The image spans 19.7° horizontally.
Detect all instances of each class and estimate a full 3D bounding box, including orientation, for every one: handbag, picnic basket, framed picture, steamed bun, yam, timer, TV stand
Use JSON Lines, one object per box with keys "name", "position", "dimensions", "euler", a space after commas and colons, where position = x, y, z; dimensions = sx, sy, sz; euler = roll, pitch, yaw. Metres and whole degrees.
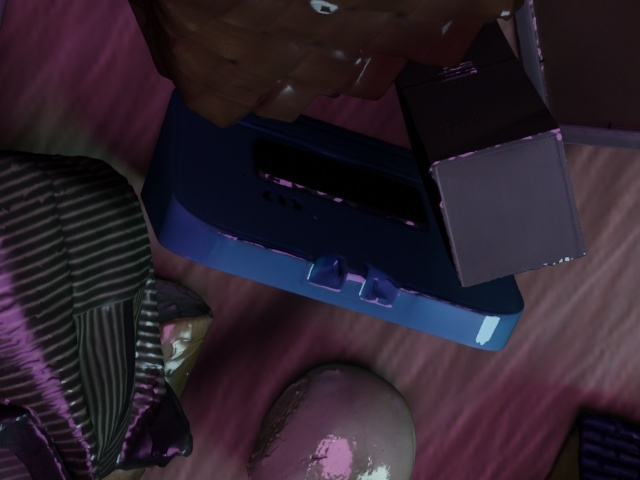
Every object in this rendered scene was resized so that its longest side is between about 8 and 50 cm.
{"name": "handbag", "position": [-0.260, 0.097, 1.202], "dimensions": [0.340, 0.247, 0.240], "euler": [-23, 88, 12]}
{"name": "picnic basket", "position": [-0.012, -0.215, 1.123], "dimensions": [0.254, 0.291, 0.321], "euler": [-18, 154, 3]}
{"name": "framed picture", "position": [0.209, -0.181, 1.200], "dimensions": [0.017, 0.217, 0.274], "euler": [-32, 122, -40]}
{"name": "steamed bun", "position": [0.013, 0.160, 1.353], "dimensions": [0.112, 0.091, 0.130], "euler": [33, 105, -18]}
{"name": "yam", "position": [-0.186, 0.194, 1.360], "dimensions": [0.083, 0.083, 0.372], "euler": [23, 108, -13]}
{"name": "timer", "position": [0.000, 0.000, 1.202], "dimensions": [0.231, 0.250, 0.091], "euler": [18, 108, -11]}
{"name": "TV stand", "position": [0.097, -0.069, 1.170], "dimensions": [0.082, 0.269, 0.088], "euler": [-14, 112, 1]}

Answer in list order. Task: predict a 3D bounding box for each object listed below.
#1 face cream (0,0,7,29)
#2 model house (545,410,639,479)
{"name": "face cream", "position": [-0.248, -0.150, 1.213], "dimensions": [0.077, 0.077, 0.250], "euler": [16, 108, -11]}
{"name": "model house", "position": [0.242, 0.238, 1.400], "dimensions": [0.193, 0.170, 0.211], "euler": [19, 81, -5]}
